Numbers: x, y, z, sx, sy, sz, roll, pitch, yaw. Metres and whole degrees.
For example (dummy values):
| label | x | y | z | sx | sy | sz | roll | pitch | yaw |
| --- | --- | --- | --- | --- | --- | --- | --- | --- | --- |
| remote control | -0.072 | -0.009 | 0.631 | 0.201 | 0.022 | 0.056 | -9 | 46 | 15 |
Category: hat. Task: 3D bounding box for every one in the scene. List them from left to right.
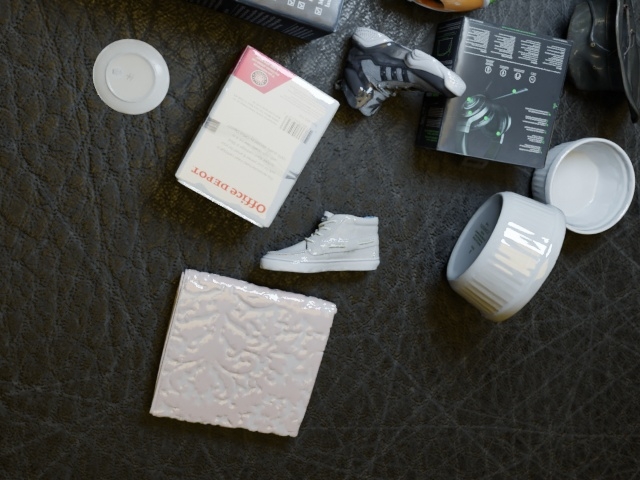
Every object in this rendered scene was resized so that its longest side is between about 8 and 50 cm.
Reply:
| label | x | y | z | sx | sy | sz | roll | pitch | yaw |
| --- | --- | --- | --- | --- | --- | --- | --- | --- | --- |
| hat | 0.579 | -0.397 | 1.428 | 0.134 | 0.331 | 0.331 | -6 | 106 | 28 |

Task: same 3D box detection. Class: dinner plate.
| label | x | y | z | sx | sy | sz | roll | pitch | yaw |
| --- | --- | --- | --- | --- | --- | --- | --- | --- | --- |
| dinner plate | -0.360 | -0.311 | 1.313 | 0.141 | 0.017 | 0.141 | -2 | 100 | -11 |

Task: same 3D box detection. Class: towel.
| label | x | y | z | sx | sy | sz | roll | pitch | yaw |
| --- | --- | --- | --- | --- | --- | --- | --- | --- | --- |
| towel | -0.163 | 0.242 | 1.449 | 0.332 | 0.053 | 0.316 | 14 | 99 | -14 |

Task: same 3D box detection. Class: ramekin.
| label | x | y | z | sx | sy | sz | roll | pitch | yaw |
| --- | --- | --- | --- | --- | --- | --- | --- | --- | --- |
| ramekin | 0.370 | 0.023 | 1.423 | 0.127 | 0.273 | 0.272 | 29 | 94 | -4 |
| ramekin | 0.564 | -0.122 | 1.508 | 0.207 | 0.109 | 0.207 | -2 | 100 | -14 |

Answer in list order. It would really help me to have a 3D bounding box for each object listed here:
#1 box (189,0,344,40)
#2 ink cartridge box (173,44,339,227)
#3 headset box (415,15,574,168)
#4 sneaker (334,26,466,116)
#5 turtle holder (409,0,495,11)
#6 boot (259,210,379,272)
| label | x | y | z | sx | sy | sz | roll | pitch | yaw |
| --- | --- | --- | --- | --- | --- | --- | --- | --- | --- |
| box | -0.138 | -0.558 | 1.212 | 0.396 | 0.212 | 0.293 | 14 | 98 | -16 |
| ink cartridge box | -0.129 | -0.197 | 1.334 | 0.207 | 0.117 | 0.283 | 30 | 93 | -17 |
| headset box | 0.350 | -0.288 | 1.417 | 0.247 | 0.131 | 0.282 | 7 | 99 | -14 |
| sneaker | 0.145 | -0.299 | 1.335 | 0.101 | 0.269 | 0.153 | 7 | 115 | -57 |
| turtle holder | 0.240 | -0.584 | 1.280 | 0.228 | 0.243 | 0.320 | -19 | 111 | 7 |
| boot | 0.000 | 0.000 | 1.426 | 0.259 | 0.095 | 0.123 | -1 | 95 | -21 |
